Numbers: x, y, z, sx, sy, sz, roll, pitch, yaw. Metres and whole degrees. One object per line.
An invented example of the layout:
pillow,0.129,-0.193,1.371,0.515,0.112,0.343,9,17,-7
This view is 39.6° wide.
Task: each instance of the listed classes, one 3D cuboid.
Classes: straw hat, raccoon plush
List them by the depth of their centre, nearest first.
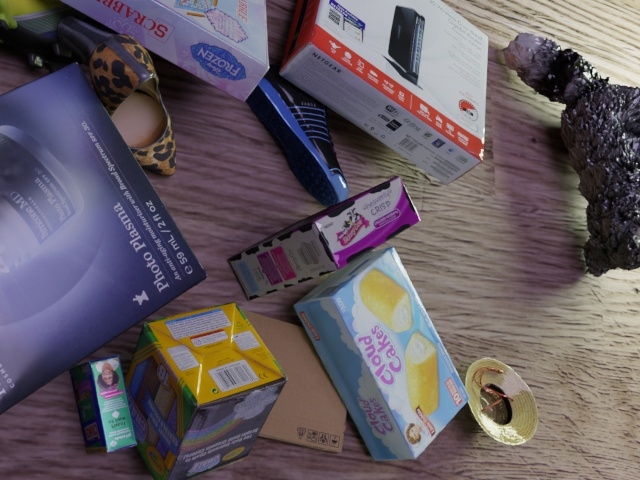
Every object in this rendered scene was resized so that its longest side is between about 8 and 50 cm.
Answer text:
straw hat,0.269,0.264,1.407,0.144,0.061,0.145,17,52,-23
raccoon plush,0.469,-0.134,1.620,0.446,0.216,0.299,29,75,9

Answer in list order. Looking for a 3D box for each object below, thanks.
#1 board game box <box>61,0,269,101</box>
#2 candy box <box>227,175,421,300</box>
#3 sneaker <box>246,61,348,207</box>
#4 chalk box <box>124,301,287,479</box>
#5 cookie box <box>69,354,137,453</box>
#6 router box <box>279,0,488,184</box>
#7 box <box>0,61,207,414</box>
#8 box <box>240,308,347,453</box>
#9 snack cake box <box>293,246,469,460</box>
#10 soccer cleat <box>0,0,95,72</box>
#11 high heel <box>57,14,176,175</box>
board game box,-0.217,-0.358,1.167,0.318,0.066,0.319,27,34,-24
candy box,0.000,0.000,1.198,0.159,0.233,0.071,-29,94,-36
sneaker,-0.015,-0.162,1.326,0.090,0.081,0.232,-37,98,-29
chalk box,-0.155,0.201,1.083,0.132,0.213,0.132,-11,51,-40
cookie box,-0.260,0.197,1.063,0.040,0.092,0.107,-10,83,-32
router box,0.113,-0.294,1.400,0.335,0.082,0.301,29,49,-24
box,-0.342,0.006,1.009,0.294,0.182,0.296,-35,97,-33
box,-0.046,0.198,1.244,0.201,0.021,0.165,19,68,-27
snack cake box,0.091,0.163,1.280,0.152,0.089,0.264,-37,104,-41
soccer cleat,-0.376,-0.292,1.061,0.289,0.093,0.121,20,59,-65
high heel,-0.215,-0.146,1.091,0.093,0.186,0.261,-42,134,-14
